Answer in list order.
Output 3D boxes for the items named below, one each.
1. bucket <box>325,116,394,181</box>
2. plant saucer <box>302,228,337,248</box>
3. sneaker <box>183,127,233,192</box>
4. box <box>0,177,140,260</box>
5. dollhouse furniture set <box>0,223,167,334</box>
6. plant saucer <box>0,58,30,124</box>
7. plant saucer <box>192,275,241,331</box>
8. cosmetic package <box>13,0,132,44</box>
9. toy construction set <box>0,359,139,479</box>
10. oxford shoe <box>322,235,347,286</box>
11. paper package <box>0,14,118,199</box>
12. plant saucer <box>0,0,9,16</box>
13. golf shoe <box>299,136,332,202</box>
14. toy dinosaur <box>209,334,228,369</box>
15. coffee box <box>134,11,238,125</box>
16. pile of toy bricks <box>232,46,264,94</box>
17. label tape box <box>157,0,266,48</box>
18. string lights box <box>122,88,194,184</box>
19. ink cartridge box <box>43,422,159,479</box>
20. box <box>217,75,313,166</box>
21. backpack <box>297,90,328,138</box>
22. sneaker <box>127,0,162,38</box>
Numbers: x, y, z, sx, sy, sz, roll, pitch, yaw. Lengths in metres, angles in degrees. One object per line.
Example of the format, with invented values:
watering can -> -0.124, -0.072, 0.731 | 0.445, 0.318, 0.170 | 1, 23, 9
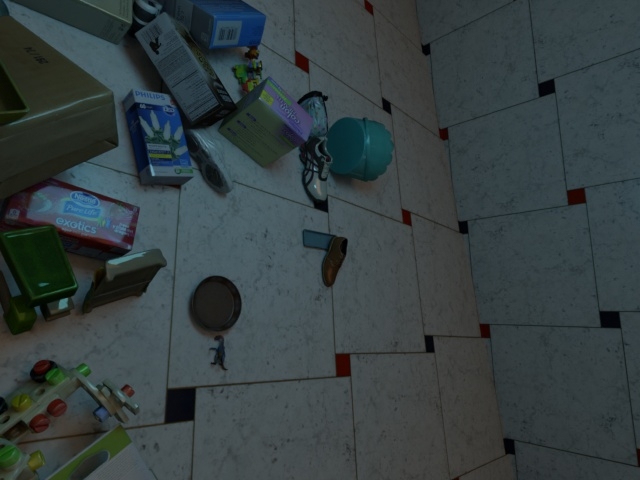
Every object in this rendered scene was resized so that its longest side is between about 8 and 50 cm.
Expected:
bucket -> 0.161, -0.401, 1.765 | 0.183, 0.281, 0.281 | -3, 78, -44
plant saucer -> 0.000, 0.000, 1.626 | 0.192, 0.018, 0.067 | 10, 69, -46
sneaker -> -0.338, -0.268, 1.310 | 0.232, 0.090, 0.115 | 61, 39, -13
box -> -0.579, -0.048, 0.942 | 0.257, 0.128, 0.122 | 21, 60, -41
dollhouse furniture set -> -0.538, 0.065, 0.919 | 0.301, 0.197, 0.151 | -18, 74, -51
plant saucer -> -0.610, -0.241, 0.659 | 0.188, 0.045, 0.188 | -23, 63, -39
plant saucer -> -0.314, 0.190, 1.216 | 0.168, 0.029, 0.168 | 18, 64, -43
cosmetic package -> -0.678, -0.680, 1.076 | 0.309, 0.113, 0.160 | 7, 72, -46
toy construction set -> -0.536, 0.357, 0.790 | 0.328, 0.215, 0.151 | -29, 131, -56
oxford shoe -> 0.061, 0.081, 1.610 | 0.076, 0.076, 0.212 | 26, 71, -43
paper package -> -0.648, -0.280, 0.826 | 0.325, 0.168, 0.309 | 35, 44, 7
plant saucer -> -0.810, -0.551, 0.955 | 0.119, 0.021, 0.119 | 19, 63, -43
golf shoe -> -0.009, -0.289, 1.645 | 0.105, 0.120, 0.272 | -5, 81, -49
toy dinosaur -> -0.298, 0.326, 1.193 | 0.090, 0.047, 0.082 | 76, 17, -49
coffee box -> -0.402, -0.511, 1.247 | 0.297, 0.119, 0.168 | 58, 11, -11
pile of toy bricks -> -0.275, -0.635, 1.513 | 0.105, 0.118, 0.212 | -8, 92, -13
label tape box -> -0.400, -0.790, 1.382 | 0.348, 0.115, 0.249 | 36, 41, 16
string lights box -> -0.473, -0.296, 1.182 | 0.133, 0.077, 0.259 | -10, 83, -48
ink cartridge box -> -0.465, 0.561, 0.876 | 0.189, 0.097, 0.255 | -33, 98, -47
box -> -0.189, -0.400, 1.399 | 0.213, 0.243, 0.117 | 37, 53, -32
backpack -> -0.038, -0.513, 1.690 | 0.115, 0.152, 0.182 | -5, 83, -31
sneaker -> -0.553, -0.686, 1.241 | 0.079, 0.121, 0.217 | 26, 23, -29
